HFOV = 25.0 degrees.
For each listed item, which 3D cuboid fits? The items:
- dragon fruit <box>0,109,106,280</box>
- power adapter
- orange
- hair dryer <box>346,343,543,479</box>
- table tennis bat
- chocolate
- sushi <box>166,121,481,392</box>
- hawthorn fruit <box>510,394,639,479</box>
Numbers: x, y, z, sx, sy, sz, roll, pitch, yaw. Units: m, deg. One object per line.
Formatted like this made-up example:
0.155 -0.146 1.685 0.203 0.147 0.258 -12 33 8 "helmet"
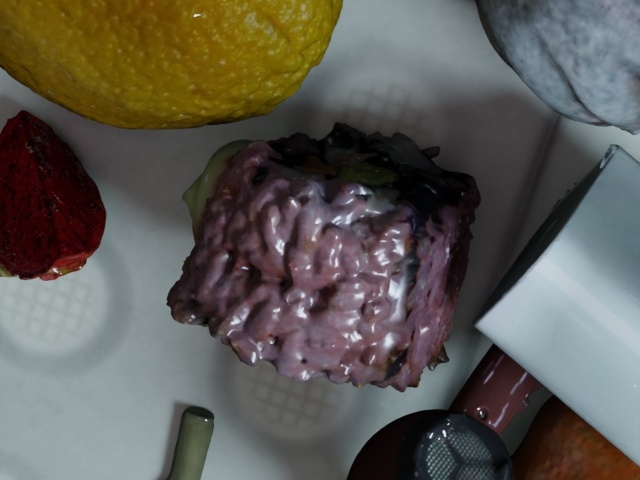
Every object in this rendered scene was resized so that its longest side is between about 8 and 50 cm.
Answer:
-0.247 -0.021 1.273 0.106 0.083 0.162 -39 62 30 "dragon fruit"
0.266 0.073 1.108 0.255 0.187 0.124 40 136 1 "power adapter"
-0.142 -0.245 1.082 0.322 0.322 0.357 -39 107 14 "orange"
0.136 0.140 1.225 0.123 0.312 0.340 37 68 4 "hair dryer"
-0.139 0.272 1.350 0.138 0.022 0.246 14 105 5 "table tennis bat"
0.236 -0.187 1.086 0.303 0.303 0.213 23 135 2 "chocolate"
0.000 0.000 1.142 0.236 0.270 0.171 22 107 17 "sushi"
0.258 0.234 1.175 0.199 0.251 0.199 -11 122 -18 "hawthorn fruit"
